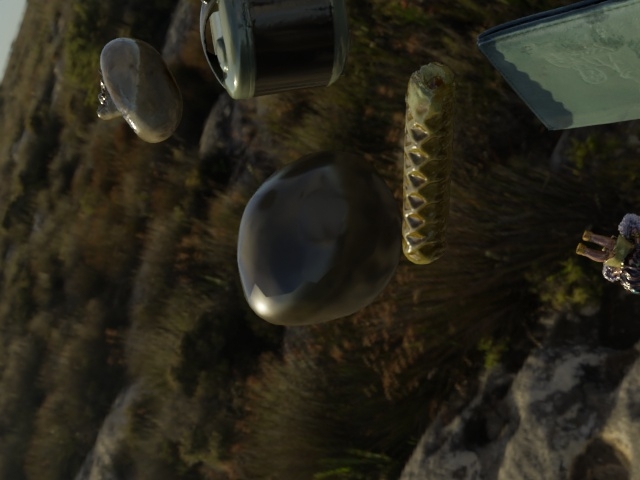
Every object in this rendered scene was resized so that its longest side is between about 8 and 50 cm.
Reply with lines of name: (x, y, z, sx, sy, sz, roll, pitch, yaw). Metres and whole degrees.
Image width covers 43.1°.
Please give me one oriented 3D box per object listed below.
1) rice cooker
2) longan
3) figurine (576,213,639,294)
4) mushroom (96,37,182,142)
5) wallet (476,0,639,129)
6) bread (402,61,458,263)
rice cooker: (-0.121, -0.500, 1.906, 0.335, 0.325, 0.336, 169, 90, -79)
longan: (0.000, 0.000, 1.689, 0.405, 0.336, 0.404, -54, -5, -7)
figurine: (0.713, 0.044, 1.854, 0.115, 0.240, 0.175, -34, -34, -55)
mushroom: (-0.387, -0.308, 1.689, 0.178, 0.227, 0.226, -27, 25, -8)
wallet: (0.384, -0.235, 1.052, 0.290, 0.251, 0.054, -4, 63, 38)
bread: (0.163, -0.102, 1.224, 0.368, 0.077, 0.084, 87, -174, -45)
